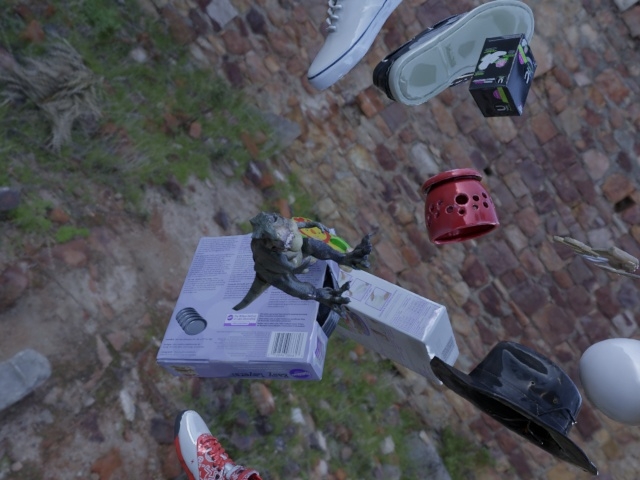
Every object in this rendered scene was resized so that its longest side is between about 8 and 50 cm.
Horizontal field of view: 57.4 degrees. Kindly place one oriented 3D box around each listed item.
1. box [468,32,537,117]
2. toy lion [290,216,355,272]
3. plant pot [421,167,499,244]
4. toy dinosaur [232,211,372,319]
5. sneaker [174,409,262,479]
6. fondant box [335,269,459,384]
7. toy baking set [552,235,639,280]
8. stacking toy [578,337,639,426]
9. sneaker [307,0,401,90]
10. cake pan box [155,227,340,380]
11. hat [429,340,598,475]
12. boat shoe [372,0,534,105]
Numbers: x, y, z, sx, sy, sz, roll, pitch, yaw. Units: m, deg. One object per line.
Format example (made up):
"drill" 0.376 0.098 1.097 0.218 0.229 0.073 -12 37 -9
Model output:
"box" 0.232 -0.207 0.741 0.052 0.083 0.062 8 -23 40
"toy lion" 0.000 0.000 0.865 0.100 0.034 0.096 17 25 -29
"plant pot" 0.374 -0.096 1.595 0.191 0.191 0.174 24 54 -69
"toy dinosaur" -0.020 0.030 0.575 0.268 0.118 0.064 117 -19 -65
"sneaker" -0.189 0.443 1.137 0.090 0.145 0.270 22 44 -57
"fondant box" 0.133 0.175 1.324 0.330 0.096 0.238 22 -24 32
"toy baking set" 0.539 0.033 1.064 0.256 0.030 0.197 22 3 -45
"stacking toy" 0.532 0.278 0.699 0.480 0.350 0.350 33 -4 36
"sneaker" 0.048 -0.355 0.905 0.091 0.258 0.094 36 0 -27
"cake pan box" -0.101 0.097 0.935 0.070 0.267 0.245 64 28 -49
"hat" 0.369 0.272 1.062 0.331 0.134 0.331 35 -9 6
"boat shoe" 0.239 -0.345 1.071 0.113 0.340 0.127 30 -30 55
